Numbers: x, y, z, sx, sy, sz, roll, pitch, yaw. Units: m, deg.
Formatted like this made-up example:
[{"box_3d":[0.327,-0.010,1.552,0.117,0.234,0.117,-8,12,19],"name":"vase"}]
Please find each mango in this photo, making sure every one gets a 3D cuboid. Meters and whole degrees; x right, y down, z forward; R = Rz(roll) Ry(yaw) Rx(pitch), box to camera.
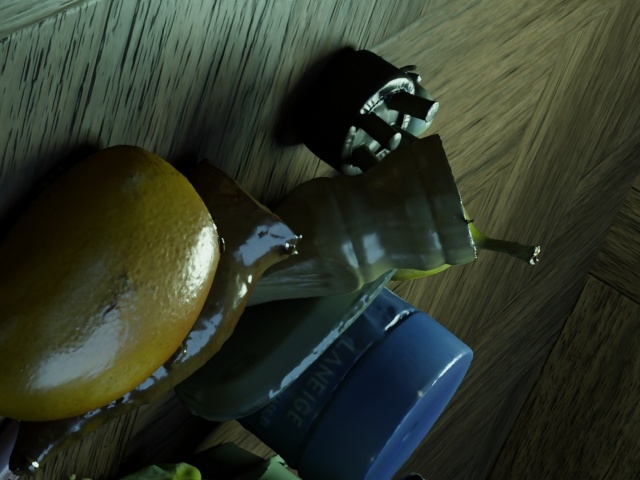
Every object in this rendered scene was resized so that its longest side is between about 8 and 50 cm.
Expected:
[{"box_3d":[-0.194,0.053,1.383,0.257,0.138,0.187,-54,151,-30],"name":"mango"}]

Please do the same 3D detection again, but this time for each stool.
[{"box_3d":[0.065,-0.131,1.803,0.217,0.121,0.125,-15,133,-58],"name":"stool"}]

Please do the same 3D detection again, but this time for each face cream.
[{"box_3d":[0.023,0.166,2.033,0.249,0.225,0.249,-50,165,-19],"name":"face cream"}]

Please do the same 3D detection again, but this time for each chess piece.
[{"box_3d":[0.000,0.000,1.702,0.301,0.137,0.137,-18,161,3],"name":"chess piece"}]

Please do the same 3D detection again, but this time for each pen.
[{"box_3d":[-0.296,0.212,1.565,0.197,0.032,0.053,-53,162,-8],"name":"pen"}]

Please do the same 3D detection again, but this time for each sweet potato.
[{"box_3d":[-0.162,0.088,1.550,0.337,0.131,0.131,-53,163,-14],"name":"sweet potato"}]

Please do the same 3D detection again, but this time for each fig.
[{"box_3d":[0.129,-0.007,2.007,0.143,0.231,0.160,-28,146,-45],"name":"fig"}]

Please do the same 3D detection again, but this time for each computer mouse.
[{"box_3d":[-0.020,0.070,1.824,0.331,0.197,0.095,-47,118,-17],"name":"computer mouse"}]

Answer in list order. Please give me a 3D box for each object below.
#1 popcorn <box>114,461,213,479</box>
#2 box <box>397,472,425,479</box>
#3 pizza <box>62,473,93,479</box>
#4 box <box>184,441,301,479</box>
[{"box_3d":[-0.156,0.399,1.830,0.312,0.312,0.312,-49,162,-23],"name":"popcorn"},{"box_3d":[0.051,0.362,2.011,0.168,0.071,0.259,-26,164,-11],"name":"box"},{"box_3d":[-0.264,0.325,1.569,0.071,0.189,0.297,-19,-170,29],"name":"pizza"},{"box_3d":[-0.134,0.404,2.121,0.290,0.166,0.220,-62,162,18],"name":"box"}]
